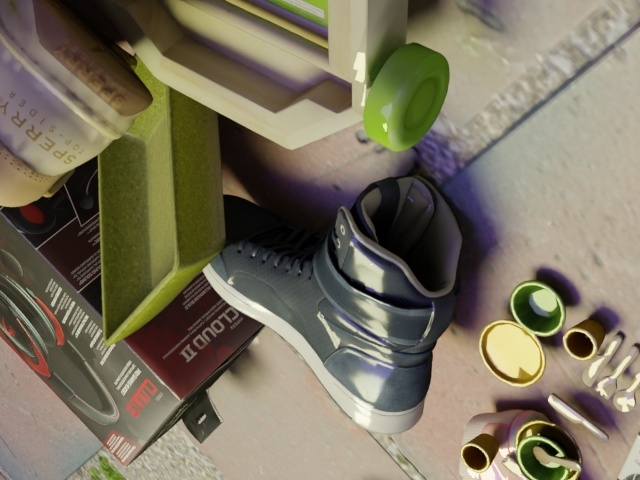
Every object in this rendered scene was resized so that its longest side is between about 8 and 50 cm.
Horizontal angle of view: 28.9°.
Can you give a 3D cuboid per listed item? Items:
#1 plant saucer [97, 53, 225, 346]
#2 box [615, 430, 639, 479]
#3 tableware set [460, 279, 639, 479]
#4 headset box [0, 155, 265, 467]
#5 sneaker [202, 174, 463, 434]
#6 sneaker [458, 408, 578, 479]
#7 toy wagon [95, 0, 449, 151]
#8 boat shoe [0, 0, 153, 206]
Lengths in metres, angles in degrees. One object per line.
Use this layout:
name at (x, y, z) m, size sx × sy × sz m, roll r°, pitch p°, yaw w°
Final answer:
plant saucer at (-0.112, -0.038, 0.880) m, size 0.188 × 0.045 × 0.188 m, roll 139°, pitch 129°, yaw -59°
box at (0.227, 0.164, 0.782) m, size 0.081 × 0.028 × 0.136 m, roll 34°, pitch 144°, yaw 22°
tableware set at (0.135, 0.099, 0.786) m, size 0.104 × 0.024 × 0.154 m, roll 38°, pitch 131°, yaw 17°
headset box at (-0.190, 0.058, 1.092) m, size 0.293 × 0.110 × 0.218 m, roll 46°, pitch 148°, yaw 3°
sneaker at (0.002, 0.000, 0.825) m, size 0.226 × 0.086 × 0.163 m, roll 41°, pitch 140°, yaw 27°
sneaker at (0.142, 0.176, 0.876) m, size 0.070 × 0.051 × 0.134 m, roll -3°, pitch 115°, yaw 47°
toy wagon at (-0.052, -0.195, 0.623) m, size 0.267 × 0.068 × 0.344 m, roll 29°, pitch 146°, yaw 24°
boat shoe at (-0.192, -0.107, 0.790) m, size 0.122 × 0.110 × 0.341 m, roll 41°, pitch -178°, yaw -18°
